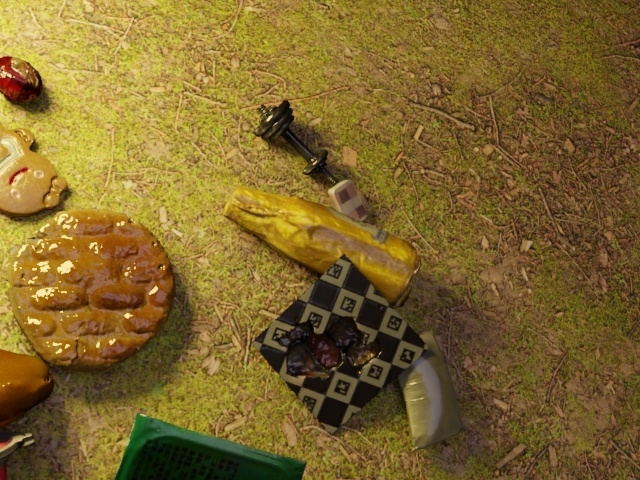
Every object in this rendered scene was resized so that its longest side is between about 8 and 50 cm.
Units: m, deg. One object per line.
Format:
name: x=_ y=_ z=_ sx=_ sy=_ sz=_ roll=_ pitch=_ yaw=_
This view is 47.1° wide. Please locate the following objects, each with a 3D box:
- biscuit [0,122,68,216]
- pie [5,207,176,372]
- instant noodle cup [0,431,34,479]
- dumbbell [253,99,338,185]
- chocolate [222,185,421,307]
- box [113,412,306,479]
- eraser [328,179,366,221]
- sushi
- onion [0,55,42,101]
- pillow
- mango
biscuit: x=-0.637 y=-0.146 z=1.487 sx=0.249 sy=0.035 sz=0.184 roll=45 pitch=63 yaw=-4
pie: x=-0.450 y=0.094 z=1.462 sx=0.340 sy=0.083 sz=0.339 roll=7 pitch=69 yaw=-18
instant noodle cup: x=-0.620 y=0.436 z=1.200 sx=0.303 sy=0.258 sz=0.181 roll=-6 pitch=89 yaw=-20
dumbbell: x=-0.051 y=-0.223 z=1.717 sx=0.254 sy=0.110 sz=0.110 roll=44 pitch=62 yaw=-10
chocolate: x=0.000 y=0.000 z=1.629 sx=0.446 sy=0.162 sz=0.162 roll=24 pitch=66 yaw=-12
box: x=-0.228 y=0.482 z=1.383 sx=0.337 sy=0.106 sz=0.264 roll=21 pitch=89 yaw=-15
eraser: x=0.064 y=-0.086 z=1.737 sx=0.065 sy=0.026 sz=0.105 roll=-38 pitch=111 yaw=-30
sushi: x=0.039 y=0.222 z=1.606 sx=0.292 sy=0.059 sz=0.294 roll=-41 pitch=101 yaw=-9
onion: x=-0.630 y=-0.331 z=1.523 sx=0.107 sy=0.097 sz=0.107 roll=37 pitch=21 yaw=-17
pillow: x=0.231 y=0.332 z=1.657 sx=0.144 sy=0.078 sz=0.254 roll=-13 pitch=77 yaw=-16
mango: x=-0.588 y=0.271 z=1.303 sx=0.236 sy=0.166 sz=0.136 roll=-19 pitch=115 yaw=-52
